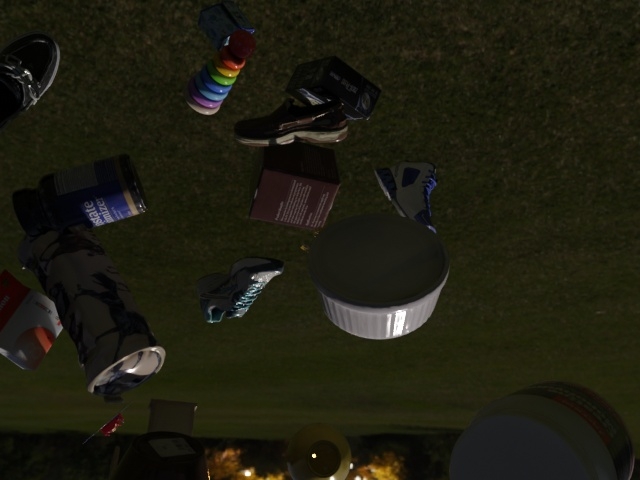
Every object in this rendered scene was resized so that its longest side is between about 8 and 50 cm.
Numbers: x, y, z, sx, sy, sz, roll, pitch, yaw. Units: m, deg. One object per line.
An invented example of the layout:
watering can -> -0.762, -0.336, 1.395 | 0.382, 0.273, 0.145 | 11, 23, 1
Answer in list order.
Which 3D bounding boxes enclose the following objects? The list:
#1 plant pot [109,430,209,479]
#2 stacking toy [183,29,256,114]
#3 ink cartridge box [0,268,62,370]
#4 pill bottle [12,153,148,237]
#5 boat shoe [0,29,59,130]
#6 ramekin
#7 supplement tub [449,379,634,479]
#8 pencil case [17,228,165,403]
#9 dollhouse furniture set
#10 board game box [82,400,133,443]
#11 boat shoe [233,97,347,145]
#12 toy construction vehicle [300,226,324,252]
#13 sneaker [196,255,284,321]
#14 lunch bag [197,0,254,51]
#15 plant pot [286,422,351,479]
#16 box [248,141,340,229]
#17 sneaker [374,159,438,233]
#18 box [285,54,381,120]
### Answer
plant pot -> -0.249, 0.418, 0.790 | 0.216, 0.230, 0.215 | 12, 180, 0
stacking toy -> -0.330, -0.573, 1.779 | 0.141, 0.141, 0.330 | 19, 141, -33
ink cartridge box -> -0.639, 0.170, 1.128 | 0.045, 0.145, 0.179 | 0, 139, 22
pill bottle -> -0.460, -0.083, 1.022 | 0.219, 0.122, 0.123 | -19, 161, -11
boat shoe -> -0.611, -0.305, 1.037 | 0.105, 0.306, 0.113 | -1, 139, 43
ramekin -> 0.112, 0.074, 1.039 | 0.273, 0.272, 0.127 | 1, 128, 7
supplement tub -> 0.307, 0.300, 0.722 | 0.191, 0.191, 0.272 | -12, 167, 34
pencil case -> -0.497, 0.142, 1.141 | 0.160, 0.410, 0.183 | -8, 144, -54
dollhouse furniture set -> -0.379, 0.506, 1.262 | 0.212, 0.161, 0.242 | 13, 137, -19
board game box -> -0.601, 0.534, 1.527 | 0.133, 0.033, 0.169 | -40, -179, 20
boat shoe -> -0.070, -0.273, 1.178 | 0.258, 0.095, 0.095 | -3, 124, 4
toy construction vehicle -> 0.000, 0.000, 1.282 | 0.035, 0.085, 0.098 | 34, 176, -38
sneaker -> -0.191, 0.127, 1.309 | 0.283, 0.122, 0.110 | -26, 153, 35
lunch bag -> -0.319, -0.741, 1.809 | 0.151, 0.128, 0.096 | -36, 179, -27
plant pot -> 0.001, 0.429, 1.044 | 0.134, 0.134, 0.095 | 5, 159, -3
box -> -0.073, -0.152, 1.397 | 0.203, 0.167, 0.168 | 11, 130, -15
sneaker -> 0.316, -0.161, 1.716 | 0.182, 0.315, 0.127 | -29, 145, 4
box -> 0.027, -0.350, 1.238 | 0.147, 0.077, 0.180 | 28, 175, -32
